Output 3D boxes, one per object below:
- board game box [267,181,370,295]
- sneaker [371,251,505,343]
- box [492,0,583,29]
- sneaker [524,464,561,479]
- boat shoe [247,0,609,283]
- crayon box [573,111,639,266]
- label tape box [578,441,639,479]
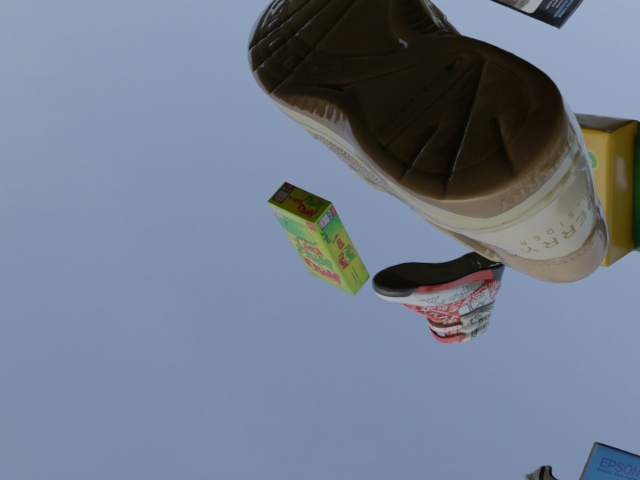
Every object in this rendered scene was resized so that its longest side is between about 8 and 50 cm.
[{"bbox_3d":[0.000,0.000,1.305,0.092,0.181,0.043,25,-113,37],"label":"board game box"},{"bbox_3d":[0.191,0.108,1.479,0.270,0.144,0.090,-9,-152,-37],"label":"sneaker"},{"bbox_3d":[0.145,-0.350,0.947,0.290,0.087,0.169,18,-133,-17],"label":"box"},{"bbox_3d":[0.337,0.366,1.276,0.044,0.040,0.109,-38,-114,6],"label":"sneaker"},{"bbox_3d":[0.051,-0.084,0.571,0.122,0.110,0.341,-40,-142,6],"label":"boat shoe"},{"bbox_3d":[0.343,-0.086,1.317,0.081,0.202,0.319,-24,-154,-38],"label":"crayon box"},{"bbox_3d":[0.327,0.387,1.001,0.241,0.333,0.106,18,-174,-10],"label":"label tape box"}]
